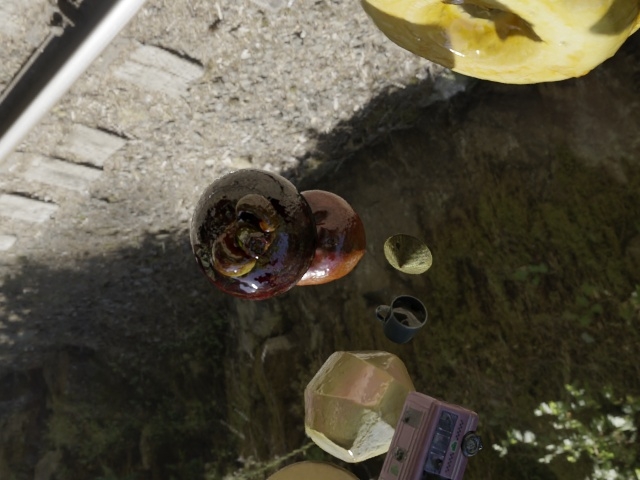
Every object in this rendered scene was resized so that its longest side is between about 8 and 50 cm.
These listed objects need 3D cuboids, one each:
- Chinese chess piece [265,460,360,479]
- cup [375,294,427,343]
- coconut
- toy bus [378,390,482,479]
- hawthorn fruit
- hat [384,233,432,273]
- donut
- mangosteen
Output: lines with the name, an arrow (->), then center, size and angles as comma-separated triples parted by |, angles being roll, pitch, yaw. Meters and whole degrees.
Chinese chess piece -> -0.016, 0.542, 1.064 | 0.273, 0.273, 0.102 | -12, 142, -3
cup -> 0.159, 0.161, 1.198 | 0.100, 0.078, 0.077 | 17, 140, -3
coconut -> 0.096, 0.351, 1.263 | 0.259, 0.259, 0.259 | -11, 158, -4
toy bus -> 0.154, 0.333, 0.866 | 0.108, 0.199, 0.096 | 27, 168, -24
hawthorn fruit -> -0.013, -0.003, 1.701 | 0.295, 0.295, 0.311 | -10, 175, -7
hat -> 0.237, 0.058, 1.646 | 0.146, 0.067, 0.146 | 17, 134, 19
donut -> 0.248, -0.380, 0.845 | 0.449, 0.198, 0.449 | 17, 174, 2
mangosteen -> -0.157, -0.008, 1.299 | 0.297, 0.297, 0.293 | -30, -173, 37
